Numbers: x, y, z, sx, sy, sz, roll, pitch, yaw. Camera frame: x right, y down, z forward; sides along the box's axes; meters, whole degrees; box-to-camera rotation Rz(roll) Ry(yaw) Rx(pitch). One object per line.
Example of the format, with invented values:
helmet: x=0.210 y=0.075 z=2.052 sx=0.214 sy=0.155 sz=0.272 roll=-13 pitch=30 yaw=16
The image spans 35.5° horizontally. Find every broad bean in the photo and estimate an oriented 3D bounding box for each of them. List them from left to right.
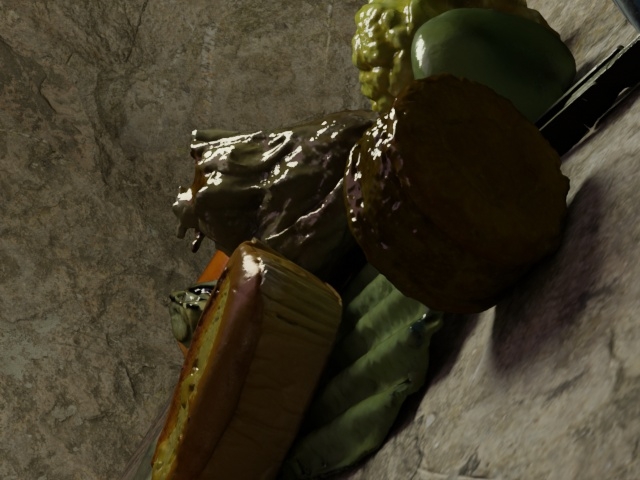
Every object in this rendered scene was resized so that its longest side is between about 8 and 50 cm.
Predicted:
broad bean: x=0.181 y=-0.179 z=1.048 sx=0.100 sy=0.169 sz=0.228 roll=-53 pitch=-4 yaw=32

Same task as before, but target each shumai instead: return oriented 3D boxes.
shumai: x=-0.042 y=-0.076 z=1.193 sx=0.267 sy=0.262 sz=0.314 roll=-43 pitch=-11 yaw=-48

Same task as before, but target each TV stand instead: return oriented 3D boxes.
TV stand: x=0.237 y=-0.119 z=0.907 sx=0.042 sy=0.036 sz=0.249 roll=-56 pitch=6 yaw=-36

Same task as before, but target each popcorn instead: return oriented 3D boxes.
popcorn: x=0.176 y=-0.251 z=1.298 sx=0.251 sy=0.237 sz=0.206 roll=-13 pitch=49 yaw=33

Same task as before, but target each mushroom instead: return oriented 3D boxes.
mushroom: x=-0.129 y=0.158 z=1.605 sx=0.267 sy=0.189 sz=0.164 roll=13 pitch=110 yaw=58

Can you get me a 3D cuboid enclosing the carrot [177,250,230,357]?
carrot: x=-0.119 y=0.083 z=1.822 sx=0.331 sy=0.193 sz=0.214 roll=-53 pitch=29 yaw=17

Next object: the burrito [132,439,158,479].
burrito: x=-0.227 y=0.374 z=1.487 sx=0.143 sy=0.105 sz=0.299 roll=-59 pitch=8 yaw=-5

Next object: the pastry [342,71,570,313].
pastry: x=0.110 y=-0.039 z=0.811 sx=0.103 sy=0.188 sz=0.189 roll=-44 pitch=11 yaw=43

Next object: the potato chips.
potato chips: x=0.045 y=0.102 z=1.058 sx=0.359 sy=0.070 sz=0.429 roll=-63 pitch=7 yaw=-32

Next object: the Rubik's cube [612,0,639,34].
Rubik's cube: x=0.320 y=-0.333 z=0.989 sx=0.233 sy=0.229 sz=0.228 roll=-15 pitch=26 yaw=-34

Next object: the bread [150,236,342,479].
bread: x=-0.082 y=0.151 z=1.025 sx=0.152 sy=0.119 sz=0.288 roll=-132 pitch=64 yaw=-75
